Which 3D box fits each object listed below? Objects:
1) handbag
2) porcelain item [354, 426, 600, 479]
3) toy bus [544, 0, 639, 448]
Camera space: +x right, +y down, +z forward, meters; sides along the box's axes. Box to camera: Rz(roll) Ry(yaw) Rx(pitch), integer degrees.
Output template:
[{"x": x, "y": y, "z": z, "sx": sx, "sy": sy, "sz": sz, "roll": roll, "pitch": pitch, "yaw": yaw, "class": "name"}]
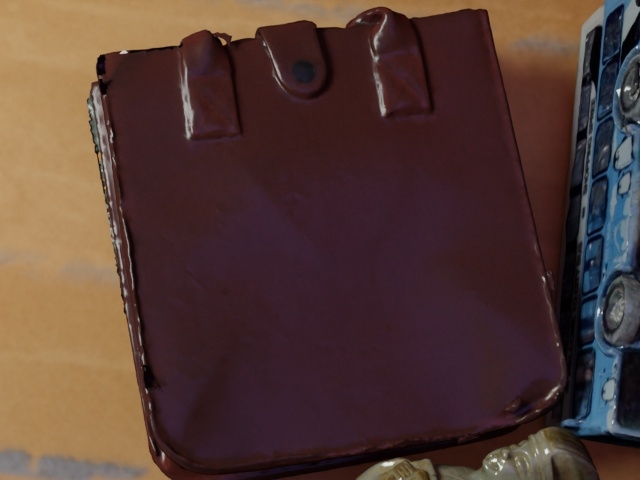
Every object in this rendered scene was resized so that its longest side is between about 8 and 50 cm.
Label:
[{"x": 0.000, "y": 0.000, "z": 0.969, "sx": 0.260, "sy": 0.084, "sz": 0.276, "roll": -7, "pitch": 77, "yaw": -8, "class": "handbag"}, {"x": 0.055, "y": 0.158, "z": 0.914, "sx": 0.213, "sy": 0.054, "sz": 0.084, "roll": -20, "pitch": 39, "yaw": 3, "class": "porcelain item"}, {"x": 0.210, "y": -0.016, "z": 0.976, "sx": 0.106, "sy": 0.131, "sz": 0.297, "roll": 11, "pitch": 76, "yaw": -12, "class": "toy bus"}]
